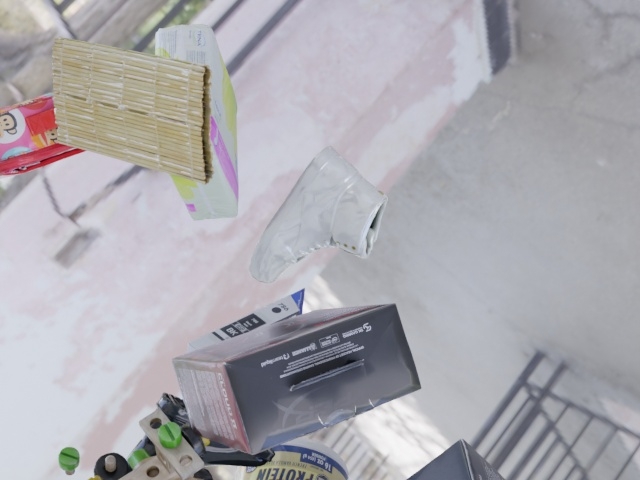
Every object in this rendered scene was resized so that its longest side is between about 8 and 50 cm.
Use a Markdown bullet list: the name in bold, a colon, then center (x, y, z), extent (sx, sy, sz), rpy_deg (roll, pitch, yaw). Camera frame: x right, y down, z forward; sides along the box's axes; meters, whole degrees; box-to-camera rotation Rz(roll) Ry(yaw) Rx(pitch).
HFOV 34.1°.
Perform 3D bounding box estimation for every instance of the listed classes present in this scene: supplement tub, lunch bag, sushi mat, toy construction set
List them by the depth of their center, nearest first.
- **sushi mat**: center (-0.256, -0.178, 1.385), extent (0.316, 0.019, 0.151), rpy_deg (17, 114, 38)
- **toy construction set**: center (-0.268, 0.415, 1.617), extent (0.237, 0.257, 0.309), rpy_deg (104, 157, -49)
- **lunch bag**: center (-0.455, -0.185, 1.709), extent (0.258, 0.293, 0.120), rpy_deg (-11, 102, 41)
- **supplement tub**: center (-0.071, 0.556, 1.978), extent (0.228, 0.316, 0.228), rpy_deg (5, 135, 5)

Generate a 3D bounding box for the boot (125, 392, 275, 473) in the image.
- **boot**: center (-0.232, 0.410, 1.868), extent (0.246, 0.207, 0.094), rpy_deg (28, -177, -20)

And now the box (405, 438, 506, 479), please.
- **box**: center (0.221, 0.569, 1.764), extent (0.312, 0.343, 0.179), rpy_deg (45, -165, -20)

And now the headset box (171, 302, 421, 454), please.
- **headset box**: center (-0.033, 0.159, 1.244), extent (0.293, 0.218, 0.110), rpy_deg (-14, 93, 70)

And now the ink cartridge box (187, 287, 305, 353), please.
- **ink cartridge box**: center (-0.139, 0.233, 2.226), extent (0.065, 0.333, 0.165), rpy_deg (31, 130, 35)

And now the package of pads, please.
- **package of pads**: center (-0.201, -0.195, 1.736), extent (0.101, 0.229, 0.296), rpy_deg (-4, 158, 3)

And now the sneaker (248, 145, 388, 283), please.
- **sneaker**: center (0.000, 0.000, 1.820), extent (0.169, 0.292, 0.108), rpy_deg (39, -150, 11)
